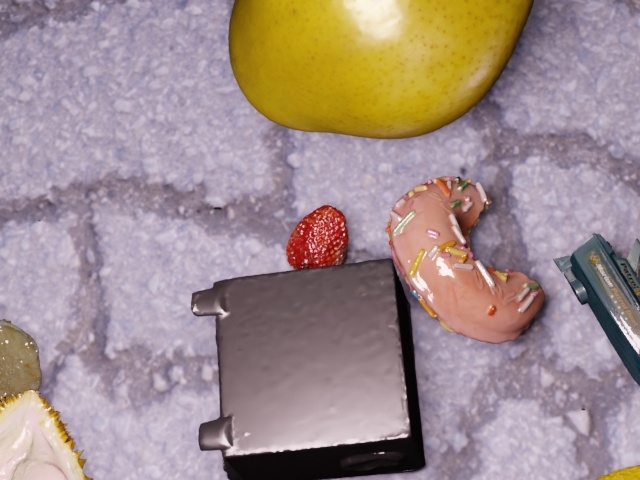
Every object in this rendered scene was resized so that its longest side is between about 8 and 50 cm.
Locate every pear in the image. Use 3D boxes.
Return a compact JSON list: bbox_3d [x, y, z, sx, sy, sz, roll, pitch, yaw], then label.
[{"bbox_3d":[0.074,-0.303,1.887,0.418,0.362,0.362,-25,66,24],"label":"pear"}]

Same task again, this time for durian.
[{"bbox_3d":[-0.380,0.311,1.812,0.183,0.138,0.249,30,76,-19],"label":"durian"}]

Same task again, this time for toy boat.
[{"bbox_3d":[0.393,0.097,1.832,0.103,0.093,0.246,-30,68,2],"label":"toy boat"}]

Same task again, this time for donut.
[{"bbox_3d":[0.178,0.018,1.837,0.085,0.199,0.232,-44,66,36],"label":"donut"}]

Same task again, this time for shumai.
[{"bbox_3d":[-0.415,0.150,1.909,0.099,0.087,0.123,-8,112,-16],"label":"shumai"}]

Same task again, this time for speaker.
[{"bbox_3d":[-0.013,0.169,1.800,0.254,0.184,0.232,-8,68,6],"label":"speaker"}]

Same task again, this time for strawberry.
[{"bbox_3d":[0.000,0.000,1.914,0.083,0.083,0.096,30,109,16],"label":"strawberry"}]

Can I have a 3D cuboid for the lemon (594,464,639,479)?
[{"bbox_3d":[0.360,0.384,1.632,0.322,0.268,0.268,-38,69,0],"label":"lemon"}]
